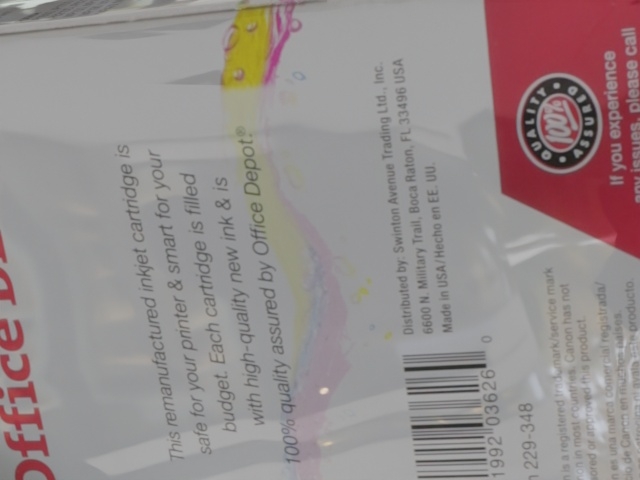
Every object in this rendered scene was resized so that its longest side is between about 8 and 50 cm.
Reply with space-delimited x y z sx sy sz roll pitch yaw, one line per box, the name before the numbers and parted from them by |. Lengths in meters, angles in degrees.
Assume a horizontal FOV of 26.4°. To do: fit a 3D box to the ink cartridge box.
ink cartridge box | 0.000 0.000 0.568 0.306 0.226 0.131 -2 -161 14
